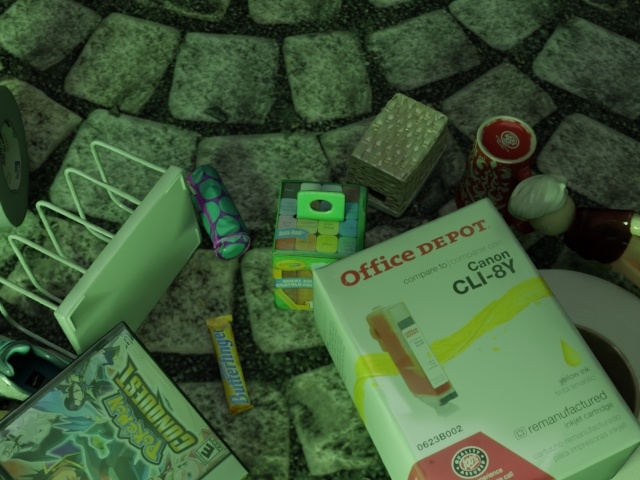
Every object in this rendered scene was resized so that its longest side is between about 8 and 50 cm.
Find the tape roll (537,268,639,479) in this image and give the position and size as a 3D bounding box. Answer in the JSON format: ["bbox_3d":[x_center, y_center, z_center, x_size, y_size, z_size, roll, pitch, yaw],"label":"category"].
[{"bbox_3d":[0.338,0.223,1.398,0.391,0.072,0.392,1,59,-1],"label":"tape roll"}]

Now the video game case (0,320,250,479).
[{"bbox_3d":[-0.271,0.290,1.307,0.248,0.035,0.275,-41,93,-21],"label":"video game case"}]

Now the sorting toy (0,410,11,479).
[{"bbox_3d":[-0.539,0.362,1.297,0.255,0.089,0.257,0,59,-1],"label":"sorting toy"}]

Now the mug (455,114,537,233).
[{"bbox_3d":[0.293,-0.101,1.534,0.150,0.169,0.113,25,61,15],"label":"mug"}]

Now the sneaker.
[{"bbox_3d":[-0.443,0.172,1.392,0.282,0.122,0.110,14,59,8],"label":"sneaker"}]

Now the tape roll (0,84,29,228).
[{"bbox_3d":[-0.510,-0.126,1.515,0.072,0.219,0.219,-5,59,-3],"label":"tape roll"}]

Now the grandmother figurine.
[{"bbox_3d":[0.431,0.009,1.431,0.342,0.208,0.104,29,63,0],"label":"grandmother figurine"}]

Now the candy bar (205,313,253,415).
[{"bbox_3d":[-0.133,0.182,1.449,0.040,0.018,0.162,-13,59,-8],"label":"candy bar"}]

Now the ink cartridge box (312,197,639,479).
[{"bbox_3d":[0.187,0.171,1.292,0.279,0.160,0.385,-22,61,-12],"label":"ink cartridge box"}]

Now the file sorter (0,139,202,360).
[{"bbox_3d":[-0.331,0.017,1.449,0.173,0.193,0.278,25,62,18],"label":"file sorter"}]

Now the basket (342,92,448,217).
[{"bbox_3d":[0.124,-0.142,1.596,0.113,0.103,0.167,28,62,14],"label":"basket"}]

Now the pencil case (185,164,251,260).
[{"bbox_3d":[-0.165,-0.044,1.554,0.070,0.064,0.152,4,47,-47],"label":"pencil case"}]

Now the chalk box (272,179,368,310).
[{"bbox_3d":[0.000,0.000,1.445,0.132,0.213,0.132,4,59,2],"label":"chalk box"}]
